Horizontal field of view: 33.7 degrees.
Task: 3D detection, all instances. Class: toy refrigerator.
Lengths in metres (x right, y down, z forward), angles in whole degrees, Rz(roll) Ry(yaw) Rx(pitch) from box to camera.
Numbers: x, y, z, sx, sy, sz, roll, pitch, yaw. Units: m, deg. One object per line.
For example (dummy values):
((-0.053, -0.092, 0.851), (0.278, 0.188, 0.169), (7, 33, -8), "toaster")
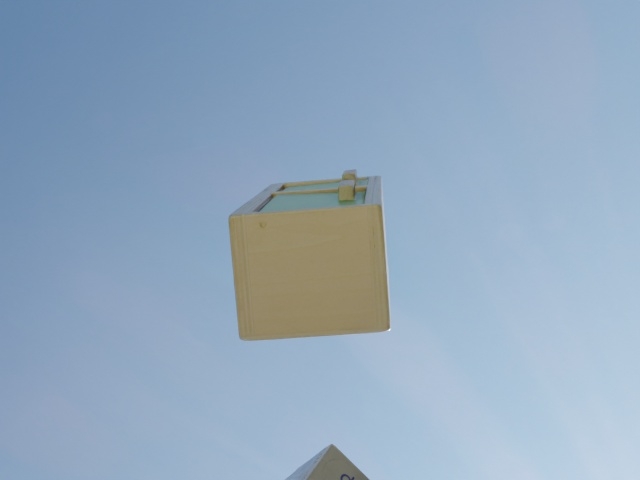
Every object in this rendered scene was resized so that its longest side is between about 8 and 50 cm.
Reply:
((0.000, 0.000, 0.811), (0.102, 0.269, 0.094), (-4, -83, 4), "toy refrigerator")

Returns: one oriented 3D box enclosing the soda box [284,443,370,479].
((0.067, 0.307, 0.852), (0.286, 0.091, 0.098), (45, -140, 0), "soda box")
